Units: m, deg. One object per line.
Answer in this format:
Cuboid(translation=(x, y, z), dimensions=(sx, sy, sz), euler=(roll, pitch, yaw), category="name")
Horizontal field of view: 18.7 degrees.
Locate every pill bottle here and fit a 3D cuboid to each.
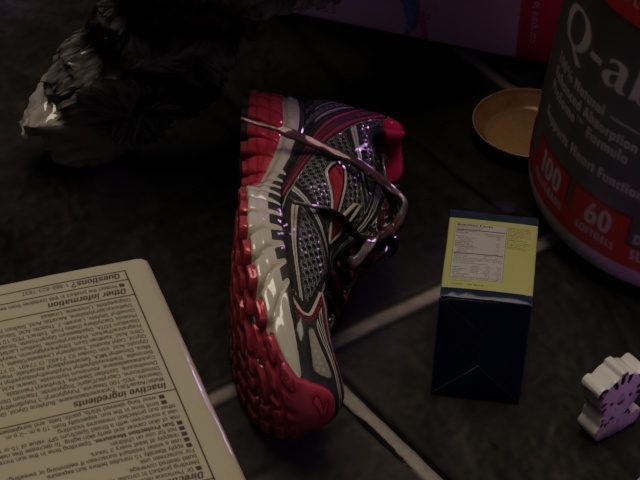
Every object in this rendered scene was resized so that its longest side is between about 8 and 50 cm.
Cuboid(translation=(0.258, -0.156, 1.210), dimensions=(0.210, 0.363, 0.210), euler=(3, 44, -3), category="pill bottle")

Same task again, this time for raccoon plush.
Cuboid(translation=(-0.087, -0.290, 1.273), dimensions=(0.216, 0.446, 0.299), euler=(28, 43, -40), category="raccoon plush")

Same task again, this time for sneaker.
Cuboid(translation=(0.000, 0.000, 1.214), dimensions=(0.112, 0.121, 0.299), euler=(4, 39, -1), category="sneaker")

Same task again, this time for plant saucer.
Cuboid(translation=(0.150, -0.080, 1.397), dimensions=(0.083, 0.015, 0.083), euler=(1, 40, -1), category="plant saucer")

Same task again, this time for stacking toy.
Cuboid(translation=(0.153, 0.162, 1.078), dimensions=(0.221, 0.052, 0.167), euler=(-25, 46, -28), category="stacking toy")

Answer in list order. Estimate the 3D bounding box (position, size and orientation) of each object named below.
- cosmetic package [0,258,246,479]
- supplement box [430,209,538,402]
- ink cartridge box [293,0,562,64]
Cuboid(translation=(-0.121, 0.156, 1.026), dimensions=(0.160, 0.113, 0.309), euler=(-11, 42, -15), category="cosmetic package")
Cuboid(translation=(0.101, 0.040, 1.197), dimensions=(0.056, 0.083, 0.083), euler=(6, 41, 5), category="supplement box")
Cuboid(translation=(0.102, -0.266, 1.529), dimensions=(0.306, 0.131, 0.226), euler=(14, 43, 10), category="ink cartridge box")
